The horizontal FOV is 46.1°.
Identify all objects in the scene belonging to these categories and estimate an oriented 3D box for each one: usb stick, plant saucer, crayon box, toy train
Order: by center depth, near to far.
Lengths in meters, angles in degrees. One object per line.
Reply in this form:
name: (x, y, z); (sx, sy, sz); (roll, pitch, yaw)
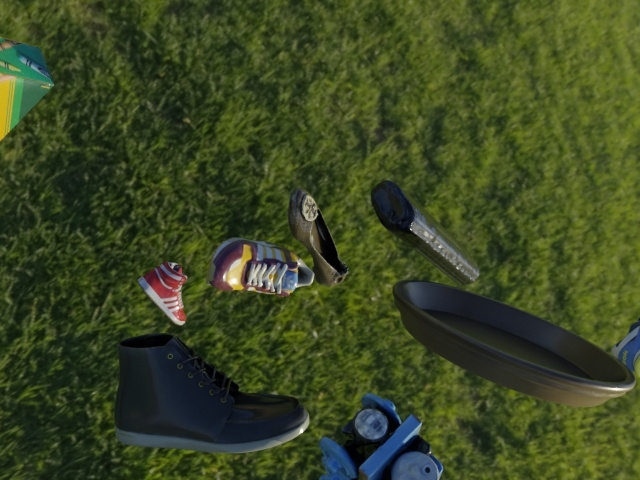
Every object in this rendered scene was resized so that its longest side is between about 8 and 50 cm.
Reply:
toy train: (0.057, 0.204, 0.645); (0.105, 0.184, 0.080); (38, 63, 23)
plant saucer: (0.207, 0.113, 0.840); (0.277, 0.278, 0.041); (11, 102, -42)
usb stick: (0.145, -0.003, 1.000); (0.278, 0.045, 0.077); (32, 23, -55)
crayon box: (-0.567, -0.240, 1.115); (0.278, 0.165, 0.081); (1, 60, -56)

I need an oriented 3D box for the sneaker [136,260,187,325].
sneaker: (-0.226, 0.080, 1.169); (0.042, 0.067, 0.118); (42, -11, 45)

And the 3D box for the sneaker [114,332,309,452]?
sneaker: (-0.124, 0.167, 0.843); (0.083, 0.221, 0.118); (-95, -176, -80)

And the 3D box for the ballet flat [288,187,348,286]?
ballet flat: (0.000, 0.000, 1.363); (0.084, 0.058, 0.250); (-62, 147, -34)

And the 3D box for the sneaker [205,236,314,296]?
sneaker: (-0.075, 0.039, 1.003); (0.083, 0.070, 0.185); (23, 14, 24)

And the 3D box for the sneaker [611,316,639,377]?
sneaker: (0.432, 0.113, 0.961); (0.144, 0.059, 0.053); (-35, 112, -16)
